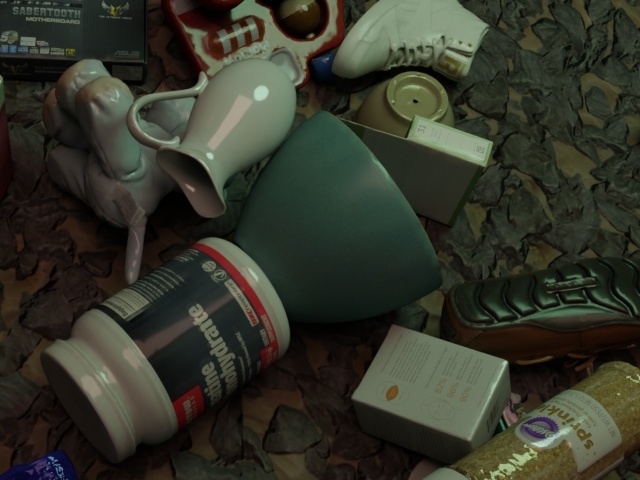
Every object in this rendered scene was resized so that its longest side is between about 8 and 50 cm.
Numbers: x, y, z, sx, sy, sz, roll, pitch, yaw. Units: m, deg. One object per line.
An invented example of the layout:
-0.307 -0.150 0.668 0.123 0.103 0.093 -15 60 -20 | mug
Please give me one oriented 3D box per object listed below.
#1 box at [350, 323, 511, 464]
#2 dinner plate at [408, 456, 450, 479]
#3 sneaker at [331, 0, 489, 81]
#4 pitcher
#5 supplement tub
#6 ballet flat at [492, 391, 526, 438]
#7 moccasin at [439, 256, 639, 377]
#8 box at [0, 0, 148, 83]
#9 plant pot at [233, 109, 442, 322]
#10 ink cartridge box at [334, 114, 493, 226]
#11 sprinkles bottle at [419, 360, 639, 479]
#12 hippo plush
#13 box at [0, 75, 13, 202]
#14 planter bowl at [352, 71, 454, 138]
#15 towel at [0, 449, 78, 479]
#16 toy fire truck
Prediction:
0.148 0.207 1.429 0.171 0.091 0.130 17 57 26 | box
0.183 0.344 1.436 0.141 0.017 0.141 4 62 -8 | dinner plate
0.159 -0.311 1.730 0.169 0.108 0.292 39 53 12 | sneaker
-0.138 -0.160 1.405 0.178 0.125 0.207 44 59 -15 | pitcher
-0.193 0.136 1.373 0.272 0.191 0.191 -34 73 -26 | supplement tub
0.280 0.299 1.450 0.079 0.077 0.221 -5 58 -19 | ballet flat
0.356 0.119 1.536 0.380 0.147 0.139 -10 50 -12 | moccasin
-0.384 -0.334 1.673 0.233 0.059 0.183 2 60 -11 | box
0.000 0.000 1.458 0.195 0.290 0.290 -35 72 -8 | plant pot
0.114 -0.118 1.588 0.235 0.171 0.056 20 59 1 | ink cartridge box
0.273 0.275 1.341 0.355 0.121 0.121 -25 69 -29 | sprinkles bottle
-0.223 -0.138 1.495 0.237 0.234 0.294 -18 47 -32 | hippo plush
-0.504 -0.124 1.432 0.149 0.232 0.126 16 59 -2 | box
0.138 -0.191 1.670 0.162 0.109 0.162 5 61 -9 | planter bowl
-0.334 0.415 1.204 0.228 0.076 0.308 -33 68 9 | towel
-0.091 -0.343 1.699 0.302 0.169 0.253 -28 96 -25 | toy fire truck
